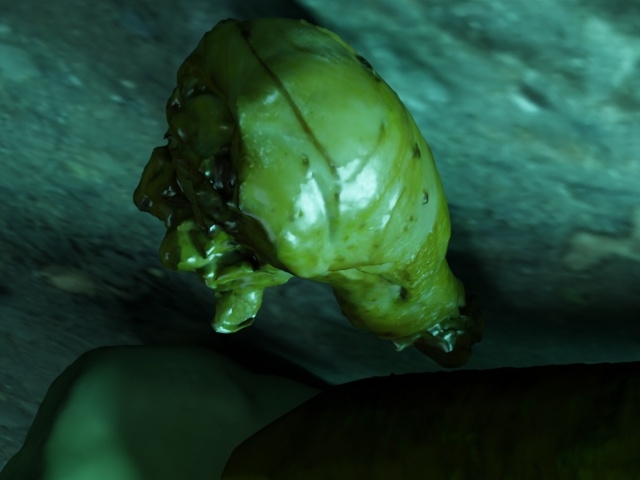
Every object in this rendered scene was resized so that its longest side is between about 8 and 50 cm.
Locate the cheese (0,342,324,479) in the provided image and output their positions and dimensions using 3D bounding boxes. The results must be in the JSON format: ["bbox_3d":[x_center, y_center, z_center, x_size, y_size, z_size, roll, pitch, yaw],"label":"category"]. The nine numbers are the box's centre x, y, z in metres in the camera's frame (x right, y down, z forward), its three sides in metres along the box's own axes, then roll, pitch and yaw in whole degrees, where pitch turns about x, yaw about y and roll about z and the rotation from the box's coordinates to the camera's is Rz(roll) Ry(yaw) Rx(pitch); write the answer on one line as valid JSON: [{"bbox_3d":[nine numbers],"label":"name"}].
[{"bbox_3d":[-0.061,0.208,0.875,0.326,0.318,0.115,68,157,2],"label":"cheese"}]

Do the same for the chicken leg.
[{"bbox_3d":[0.003,-0.001,0.675,0.085,0.101,0.207,58,-175,36],"label":"chicken leg"}]

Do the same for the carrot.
[{"bbox_3d":[0.094,0.100,0.735,0.302,0.114,0.114,-12,138,37],"label":"carrot"}]
